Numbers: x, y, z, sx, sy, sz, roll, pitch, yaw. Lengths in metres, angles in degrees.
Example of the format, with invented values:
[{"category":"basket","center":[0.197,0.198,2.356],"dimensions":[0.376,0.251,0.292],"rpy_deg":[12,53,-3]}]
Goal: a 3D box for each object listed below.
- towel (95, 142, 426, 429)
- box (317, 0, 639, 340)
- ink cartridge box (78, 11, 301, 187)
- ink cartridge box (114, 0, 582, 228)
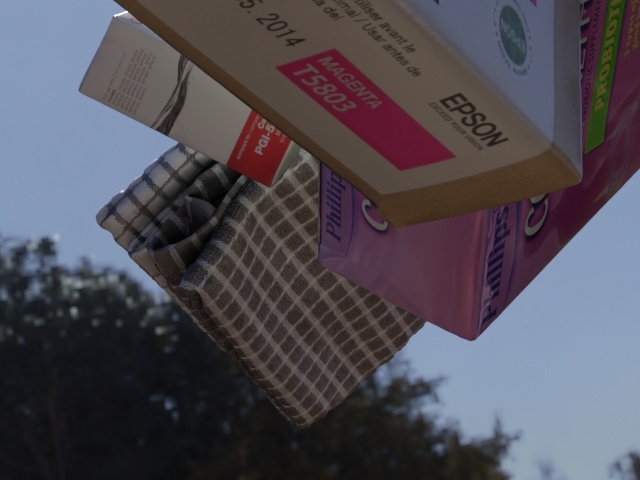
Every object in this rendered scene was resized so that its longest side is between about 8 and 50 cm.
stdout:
[{"category":"towel","center":[0.000,0.000,1.245],"dimensions":[0.235,0.121,0.283],"rpy_deg":[-41,-38,-3]},{"category":"box","center":[0.115,-0.104,0.958],"dimensions":[0.243,0.117,0.213],"rpy_deg":[-40,-34,-37]},{"category":"ink cartridge box","center":[-0.072,-0.095,1.033],"dimensions":[0.056,0.135,0.099],"rpy_deg":[-64,-1,15]},{"category":"ink cartridge box","center":[0.010,-0.141,0.583],"dimensions":[0.088,0.193,0.235],"rpy_deg":[-12,-29,31]}]
